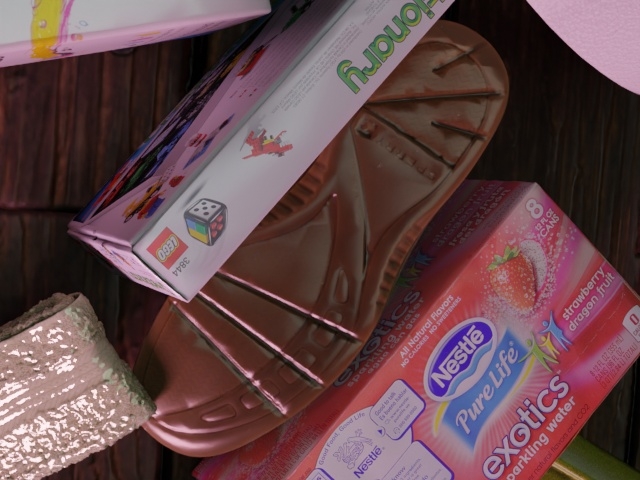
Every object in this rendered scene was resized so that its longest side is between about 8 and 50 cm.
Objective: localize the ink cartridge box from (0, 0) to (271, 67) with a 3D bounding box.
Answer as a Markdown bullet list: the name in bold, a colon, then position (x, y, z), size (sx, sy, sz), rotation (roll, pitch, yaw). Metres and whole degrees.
- **ink cartridge box**: position (-0.176, -0.195, 0.790), size (0.233, 0.171, 0.168), rotation (-12, 98, -20)

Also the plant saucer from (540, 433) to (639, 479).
- **plant saucer**: position (0.181, 0.246, 1.031), size (0.188, 0.045, 0.188), rotation (32, 82, -20)

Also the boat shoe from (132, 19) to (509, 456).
- **boat shoe**: position (0.000, 0.000, 0.899), size (0.123, 0.123, 0.342), rotation (36, 93, -2)

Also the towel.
- **towel**: position (-0.191, 0.106, 0.851), size (0.148, 0.027, 0.110), rotation (-28, 105, 13)

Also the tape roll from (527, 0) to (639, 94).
- **tape roll**: position (0.194, -0.281, 0.874), size (0.392, 0.072, 0.392), rotation (25, 53, -38)

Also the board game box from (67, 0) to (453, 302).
- **board game box**: position (-0.029, -0.098, 0.844), size (0.053, 0.193, 0.305), rotation (44, 78, -18)

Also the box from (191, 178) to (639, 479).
- **box**: position (0.072, 0.112, 0.926), size (0.154, 0.142, 0.300), rotation (45, 77, -19)
